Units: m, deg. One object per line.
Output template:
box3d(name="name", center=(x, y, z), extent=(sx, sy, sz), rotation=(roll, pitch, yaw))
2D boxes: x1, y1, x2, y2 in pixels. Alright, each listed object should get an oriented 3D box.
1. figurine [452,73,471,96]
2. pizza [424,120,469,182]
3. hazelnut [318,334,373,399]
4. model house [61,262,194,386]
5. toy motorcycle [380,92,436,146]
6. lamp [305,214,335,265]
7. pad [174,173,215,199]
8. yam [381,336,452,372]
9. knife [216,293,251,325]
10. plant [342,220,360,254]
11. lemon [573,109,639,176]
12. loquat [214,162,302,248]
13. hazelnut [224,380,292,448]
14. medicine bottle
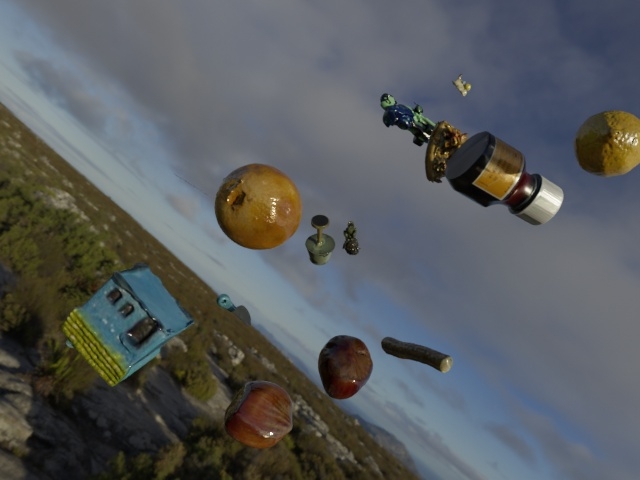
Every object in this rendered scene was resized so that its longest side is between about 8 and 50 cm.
box3d(name="figurine", center=(0.577, -0.631, 1.846), extent=(0.083, 0.051, 0.047), rotation=(55, 26, 6))
box3d(name="pizza", center=(0.556, -0.344, 1.921), extent=(0.288, 0.251, 0.074), rotation=(39, 20, 28))
box3d(name="hazelnut", center=(0.071, 0.401, 1.426), extent=(0.178, 0.178, 0.204), rotation=(46, 27, -29))
box3d(name="model house", center=(-0.554, 0.241, 1.274), extent=(0.237, 0.303, 0.215), rotation=(50, 10, 1))
box3d(name="toy motorcycle", center=(0.430, -0.604, 2.278), extent=(0.331, 0.196, 0.125), rotation=(31, -38, -14))
box3d(name="lamp", center=(0.000, 0.000, 1.805), extent=(0.121, 0.121, 0.214), rotation=(34, -39, 28))
box3d(name="pad", center=(-0.530, -0.222, 1.999), extent=(0.156, 0.004, 0.232), rotation=(32, -2, 25))
box3d(name="yam", center=(0.380, 0.454, 1.814), extent=(0.081, 0.081, 0.357), rotation=(45, -20, -24))
box3d(name="knife", center=(-0.329, 0.277, 1.803), extent=(0.032, 0.058, 0.244), rotation=(41, -7, 41))
box3d(name="plant", center=(0.143, -0.005, 2.140), extent=(0.085, 0.087, 0.174), rotation=(-89, 173, -63))
box3d(name="lemon", center=(0.840, -0.278, 1.319), extent=(0.188, 0.188, 0.257), rotation=(32, 10, 33))
box3d(name="loquat", center=(-0.226, -0.122, 1.676), extent=(0.328, 0.328, 0.328), rotation=(38, -12, 9))
box3d(name="hazelnut", center=(-0.195, 0.553, 1.426), extent=(0.186, 0.210, 0.210), rotation=(-34, -68, 33))
box3d(name="medicine bottle", center=(0.677, -0.210, 1.672), extent=(0.395, 0.242, 0.242), rotation=(30, -9, -15))
